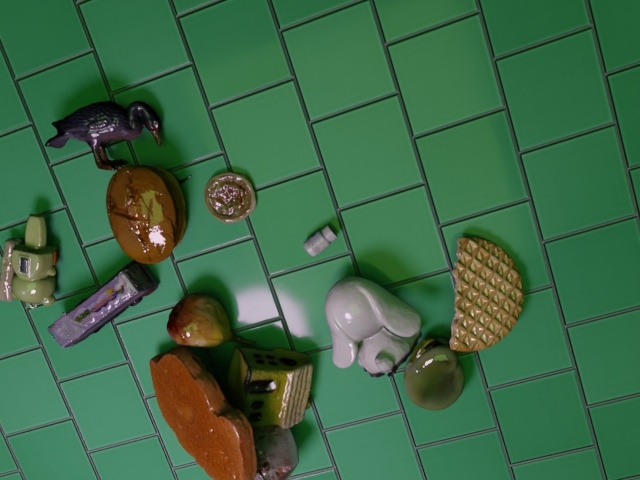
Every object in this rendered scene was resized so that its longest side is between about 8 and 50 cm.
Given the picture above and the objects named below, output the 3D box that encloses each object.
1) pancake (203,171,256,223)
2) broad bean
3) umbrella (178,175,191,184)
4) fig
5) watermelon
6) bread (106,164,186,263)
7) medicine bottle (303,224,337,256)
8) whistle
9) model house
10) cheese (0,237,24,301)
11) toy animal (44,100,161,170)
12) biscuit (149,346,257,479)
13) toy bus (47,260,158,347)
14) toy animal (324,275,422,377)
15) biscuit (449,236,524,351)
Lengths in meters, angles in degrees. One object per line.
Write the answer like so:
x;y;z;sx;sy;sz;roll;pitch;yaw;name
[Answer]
-0.253;-0.122;1.427;0.152;0.025;0.151;1;101;7;pancake
0.315;0.377;1.431;0.170;0.100;0.227;-9;101;14;broad bean
-0.414;-0.151;1.444;0.122;0.013;0.022;-24;78;11;umbrella
-0.301;0.250;1.459;0.257;0.159;0.159;27;103;-22;fig
-0.213;0.583;1.475;0.305;0.180;0.224;40;85;24;watermelon
-0.470;-0.074;1.389;0.196;0.142;0.269;-1;107;11;bread
0.000;0.000;1.411;0.089;0.052;0.052;-38;95;10;medicine bottle
-0.822;0.064;1.474;0.131;0.106;0.288;11;102;5;whistle
-0.134;0.412;1.458;0.235;0.175;0.193;5;101;-28;model house
-0.911;0.087;1.508;0.044;0.065;0.193;15;103;9;cheese
-0.584;-0.287;1.381;0.299;0.122;0.185;3;105;-2;toy animal
-0.332;0.484;1.412;0.455;0.078;0.349;41;128;26;biscuit
-0.626;0.188;1.463;0.317;0.138;0.112;-37;94;9;toy bus
0.124;0.242;1.383;0.289;0.174;0.249;34;101;-3;toy animal
0.448;0.148;1.372;0.205;0.040;0.308;4;89;-8;biscuit
